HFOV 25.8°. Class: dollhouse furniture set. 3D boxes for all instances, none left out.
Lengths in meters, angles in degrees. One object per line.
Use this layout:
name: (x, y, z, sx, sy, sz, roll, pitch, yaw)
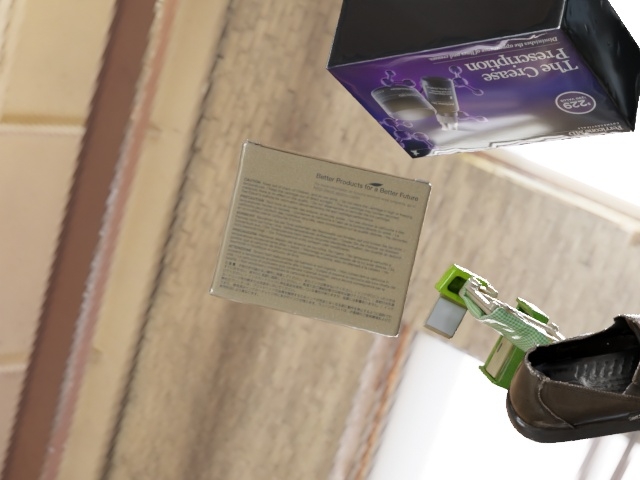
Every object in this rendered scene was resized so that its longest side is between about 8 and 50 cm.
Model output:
dollhouse furniture set: (0.299, 0.175, 2.399, 0.197, 0.301, 0.151, 27, -83, -14)

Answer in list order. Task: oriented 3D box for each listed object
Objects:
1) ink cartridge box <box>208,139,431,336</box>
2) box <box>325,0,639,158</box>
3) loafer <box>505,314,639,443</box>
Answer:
ink cartridge box: (0.000, 0.000, 1.698, 0.088, 0.235, 0.193, 75, -152, -86)
box: (0.168, -0.180, 1.407, 0.184, 0.261, 0.103, 38, -124, -46)
loafer: (0.243, 0.093, 1.013, 0.220, 0.080, 0.078, -14, -40, 0)
